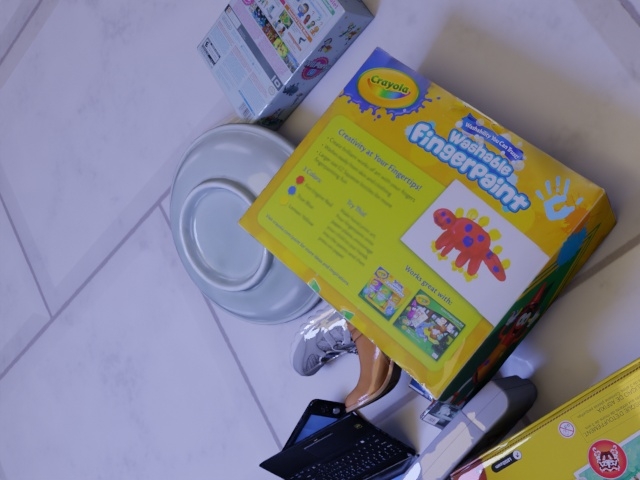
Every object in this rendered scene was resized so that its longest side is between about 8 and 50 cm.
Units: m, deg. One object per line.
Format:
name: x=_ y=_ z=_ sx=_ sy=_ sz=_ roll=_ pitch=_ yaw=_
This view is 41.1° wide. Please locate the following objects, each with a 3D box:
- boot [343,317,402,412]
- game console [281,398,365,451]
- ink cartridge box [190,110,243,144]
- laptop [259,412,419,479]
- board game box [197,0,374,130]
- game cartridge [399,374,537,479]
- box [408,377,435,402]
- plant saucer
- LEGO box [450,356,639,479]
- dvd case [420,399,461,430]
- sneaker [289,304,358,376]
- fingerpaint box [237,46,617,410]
boot: x=0.080 y=0.182 z=1.436 sx=0.197 sy=0.073 sz=0.152 roll=-45 pitch=73 yaw=15
game console: x=0.017 y=0.376 z=1.569 sx=0.144 sy=0.124 sz=0.085 roll=-62 pitch=32 yaw=22
ink cartridge box: x=-0.164 y=-0.130 z=1.713 sx=0.181 sy=0.056 sz=0.225 roll=-27 pitch=71 yaw=36
laptop: x=0.062 y=0.452 z=1.491 sx=0.234 sy=0.264 sz=0.137 roll=-36 pitch=34 yaw=29
board game box: x=-0.075 y=-0.388 z=1.601 sx=0.303 sy=0.097 sz=0.224 roll=-45 pitch=66 yaw=32
game cartridge: x=0.206 y=0.333 z=1.311 sx=0.062 sy=0.198 sz=0.297 roll=43 pitch=105 yaw=20
box: x=0.209 y=0.182 z=1.422 sx=0.054 sy=0.059 sz=0.169 roll=30 pitch=110 yaw=33
plant saucer: x=-0.158 y=-0.017 z=1.616 sx=0.400 sy=0.100 sz=0.401 roll=11 pitch=111 yaw=31
LEGO box: x=0.481 y=0.337 z=1.103 sx=0.500 sy=0.193 sz=0.372 roll=-41 pitch=69 yaw=30
dvd case: x=0.232 y=0.270 z=1.402 sx=0.087 sy=0.013 sz=0.119 roll=27 pitch=116 yaw=-14
sneaker: x=0.049 y=0.164 z=1.518 sx=0.281 sy=0.105 sz=0.115 roll=-49 pitch=63 yaw=28
fingerpaint box: x=0.156 y=-0.026 z=1.322 sx=0.445 sy=0.163 sz=0.371 roll=39 pitch=92 yaw=30
